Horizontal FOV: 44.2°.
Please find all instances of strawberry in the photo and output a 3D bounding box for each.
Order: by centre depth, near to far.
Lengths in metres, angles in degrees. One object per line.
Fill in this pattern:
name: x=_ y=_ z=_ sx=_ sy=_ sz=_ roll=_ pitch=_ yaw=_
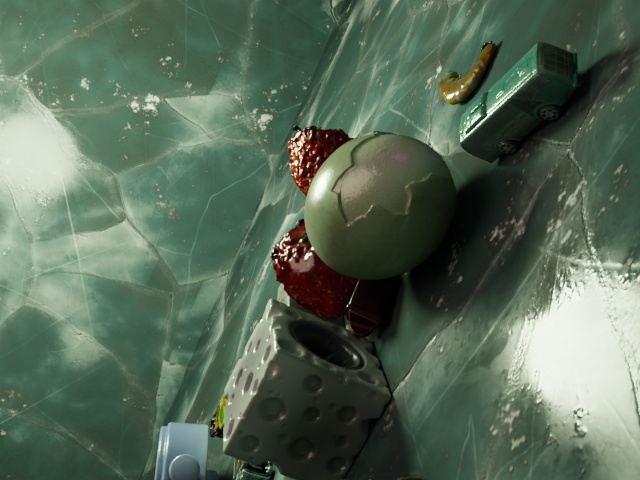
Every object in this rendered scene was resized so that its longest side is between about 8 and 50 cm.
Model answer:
strawberry: x=0.023 y=0.060 z=1.825 sx=0.274 sy=0.274 sz=0.221 roll=-95 pitch=-4 yaw=-63
strawberry: x=0.003 y=-0.216 z=2.316 sx=0.234 sy=0.233 sz=0.178 roll=135 pitch=148 yaw=-54

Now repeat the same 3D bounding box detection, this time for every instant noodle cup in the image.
instant noodle cup: x=-0.218 y=0.483 z=2.153 sx=0.151 sy=0.122 sz=0.151 roll=-55 pitch=19 yaw=30

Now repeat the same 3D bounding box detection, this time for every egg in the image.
egg: x=0.122 y=-0.073 z=1.526 sx=0.336 sy=0.278 sz=0.278 roll=-38 pitch=30 yaw=51

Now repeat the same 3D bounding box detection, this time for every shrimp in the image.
shrimp: x=0.327 y=-0.385 z=1.770 sx=0.166 sy=0.049 sz=0.161 roll=-58 pitch=18 yaw=23

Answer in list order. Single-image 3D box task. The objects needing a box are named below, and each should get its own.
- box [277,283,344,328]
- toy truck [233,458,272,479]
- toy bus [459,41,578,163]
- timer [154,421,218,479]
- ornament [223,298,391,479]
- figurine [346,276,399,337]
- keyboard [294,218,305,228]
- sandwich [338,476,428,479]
box: x=-0.023 y=0.182 z=1.882 sx=0.067 sy=0.155 sz=0.243 roll=-58 pitch=15 yaw=22
toy truck: x=-0.173 y=0.559 z=1.952 sx=0.178 sy=0.080 sz=0.115 roll=-102 pitch=34 yaw=-69
toy bus: x=0.338 y=-0.232 z=1.361 sx=0.262 sy=0.109 sz=0.091 roll=134 pitch=150 yaw=-56
timer: x=-0.365 y=0.678 z=2.136 sx=0.395 sy=0.173 sz=0.395 roll=-173 pitch=90 yaw=-81
ornament: x=-0.037 y=0.299 z=1.554 sx=0.240 sy=0.239 sz=0.240 roll=-62 pitch=14 yaw=15
figurine: x=0.097 y=0.136 z=1.660 sx=0.098 sy=0.082 sz=0.154 roll=116 pitch=178 yaw=-61
keyboard: x=0.000 y=0.000 z=2.012 sx=0.016 sy=0.262 sz=0.106 roll=37 pitch=105 yaw=30
sandwich: x=0.071 y=0.472 z=1.189 sx=0.251 sy=0.087 sz=0.226 roll=-42 pitch=25 yaw=63
